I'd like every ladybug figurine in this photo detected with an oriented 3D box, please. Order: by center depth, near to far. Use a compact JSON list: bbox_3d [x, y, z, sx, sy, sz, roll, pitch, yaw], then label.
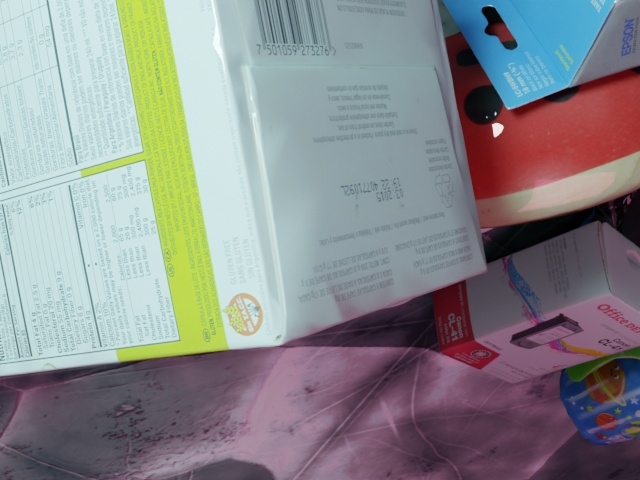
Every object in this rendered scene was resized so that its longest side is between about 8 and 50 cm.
[{"bbox_3d":[0.233,-0.155,1.210,0.449,0.305,0.162,-13,126,10],"label":"ladybug figurine"}]

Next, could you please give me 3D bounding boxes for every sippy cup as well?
[{"bbox_3d":[0.580,0.270,1.946,0.224,0.240,0.305,-35,102,32],"label":"sippy cup"}]

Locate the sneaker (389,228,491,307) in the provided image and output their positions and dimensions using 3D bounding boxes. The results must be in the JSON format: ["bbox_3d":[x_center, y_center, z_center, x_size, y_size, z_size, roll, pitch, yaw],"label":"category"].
[{"bbox_3d":[0.136,-0.028,1.484,0.152,0.114,0.305,33,113,-31],"label":"sneaker"}]

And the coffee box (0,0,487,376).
[{"bbox_3d":[-0.096,-0.086,0.934,0.334,0.338,0.337,-11,180,36],"label":"coffee box"}]

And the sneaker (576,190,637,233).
[{"bbox_3d":[0.457,-0.027,1.635,0.067,0.078,0.188,-5,139,-20],"label":"sneaker"}]

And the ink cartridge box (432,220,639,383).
[{"bbox_3d":[0.365,0.108,1.645,0.306,0.131,0.226,-23,145,36],"label":"ink cartridge box"}]

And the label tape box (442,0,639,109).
[{"bbox_3d":[0.309,-0.301,1.112,0.333,0.241,0.106,-19,142,-4],"label":"label tape box"}]
